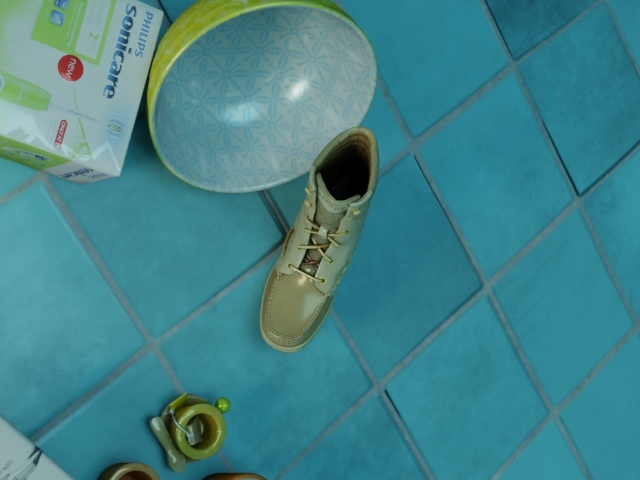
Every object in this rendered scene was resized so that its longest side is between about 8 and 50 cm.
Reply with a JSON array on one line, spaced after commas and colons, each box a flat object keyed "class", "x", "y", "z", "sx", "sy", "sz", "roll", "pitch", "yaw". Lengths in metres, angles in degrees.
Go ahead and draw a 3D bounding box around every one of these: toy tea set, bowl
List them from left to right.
[{"class": "toy tea set", "x": -0.191, "y": 0.340, "z": 1.255, "sx": 0.336, "sy": 0.124, "sz": 0.200, "roll": -39, "pitch": 108, "yaw": -28}, {"class": "bowl", "x": -0.090, "y": -0.215, "z": 1.310, "sx": 0.289, "sy": 0.289, "sz": 0.156, "roll": 3, "pitch": 44, "yaw": -33}]

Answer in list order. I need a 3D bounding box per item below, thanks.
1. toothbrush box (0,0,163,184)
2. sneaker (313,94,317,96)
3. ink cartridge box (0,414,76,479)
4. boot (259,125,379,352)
[{"class": "toothbrush box", "x": -0.345, "y": -0.205, "z": 1.186, "sx": 0.283, "sy": 0.122, "sz": 0.206, "roll": 21, "pitch": 77, "yaw": -32}, {"class": "sneaker", "x": -0.003, "y": -0.201, "z": 1.434, "sx": 0.063, "sy": 0.073, "sz": 0.162, "roll": -12, "pitch": 93, "yaw": -33}, {"class": "ink cartridge box", "x": -0.364, "y": 0.273, "z": 1.131, "sx": 0.208, "sy": 0.087, "sz": 0.153, "roll": 42, "pitch": 65, "yaw": -1}, {"class": "boot", "x": 0.000, "y": 0.000, "z": 1.342, "sx": 0.095, "sy": 0.203, "sz": 0.262, "roll": 26, "pitch": 68, "yaw": 4}]
